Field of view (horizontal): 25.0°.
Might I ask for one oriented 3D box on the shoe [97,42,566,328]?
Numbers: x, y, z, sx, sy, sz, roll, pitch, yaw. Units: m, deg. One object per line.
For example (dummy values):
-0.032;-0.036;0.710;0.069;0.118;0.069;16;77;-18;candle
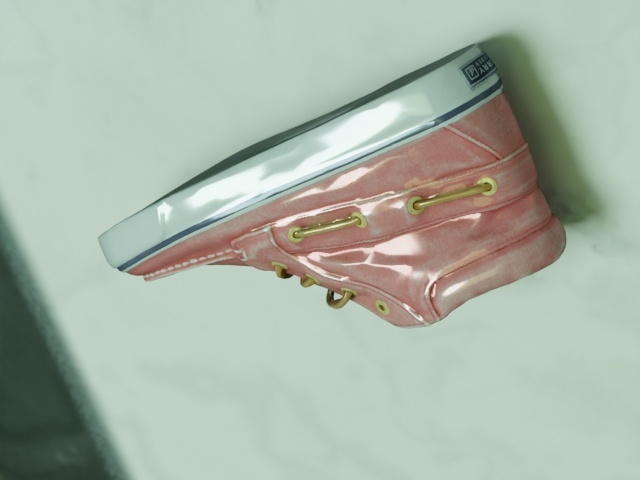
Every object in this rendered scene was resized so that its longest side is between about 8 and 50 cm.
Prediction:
0.000;0.000;0.527;0.178;0.063;0.081;-22;99;31;shoe
